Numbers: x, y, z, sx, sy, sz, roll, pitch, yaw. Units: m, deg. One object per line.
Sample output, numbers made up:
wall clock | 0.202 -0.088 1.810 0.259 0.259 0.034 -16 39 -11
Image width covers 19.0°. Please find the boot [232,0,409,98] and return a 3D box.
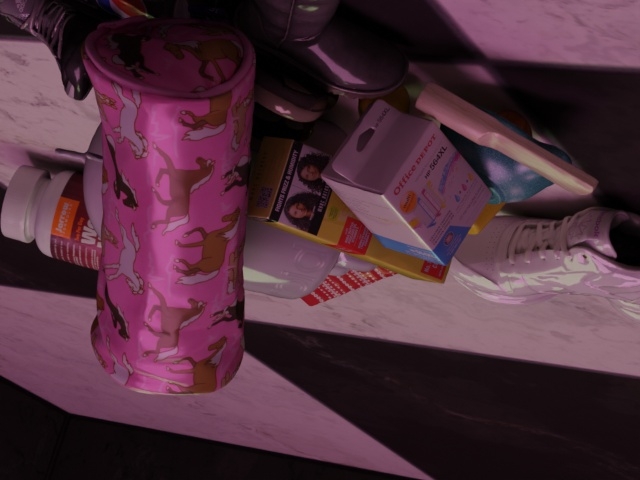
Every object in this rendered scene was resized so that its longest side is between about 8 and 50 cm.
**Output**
boot | 0.007 -0.211 1.720 0.190 0.076 0.208 16 157 -5

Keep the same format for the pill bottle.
pill bottle | -0.304 -0.025 2.540 0.221 0.121 0.121 15 164 7

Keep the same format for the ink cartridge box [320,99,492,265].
ink cartridge box | 0.079 -0.058 1.832 0.090 0.092 0.143 19 161 45

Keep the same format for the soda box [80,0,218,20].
soda box | -0.182 -0.242 1.804 0.169 0.060 0.053 25 162 -25

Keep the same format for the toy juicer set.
toy juicer set | 0.145 -0.110 1.890 0.209 0.089 0.329 36 166 -8

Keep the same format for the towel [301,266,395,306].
towel | 0.006 -0.016 2.274 0.199 0.031 0.275 40 143 -24

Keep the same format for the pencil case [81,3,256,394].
pencil case | -0.144 -0.029 1.810 0.160 0.167 0.386 4 127 2

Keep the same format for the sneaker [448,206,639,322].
sneaker | 0.277 0.003 2.114 0.305 0.114 0.152 7 148 19

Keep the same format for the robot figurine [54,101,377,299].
robot figurine | -0.100 -0.053 2.038 0.353 0.200 0.300 13 166 -23

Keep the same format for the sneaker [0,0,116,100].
sneaker | -0.266 -0.208 1.869 0.132 0.086 0.228 30 -172 -7

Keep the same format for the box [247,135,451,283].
box | 0.034 -0.028 1.911 0.232 0.087 0.058 22 174 -35

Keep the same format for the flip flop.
flip flop | -0.042 -0.132 1.893 0.112 0.080 0.277 21 -173 -4
